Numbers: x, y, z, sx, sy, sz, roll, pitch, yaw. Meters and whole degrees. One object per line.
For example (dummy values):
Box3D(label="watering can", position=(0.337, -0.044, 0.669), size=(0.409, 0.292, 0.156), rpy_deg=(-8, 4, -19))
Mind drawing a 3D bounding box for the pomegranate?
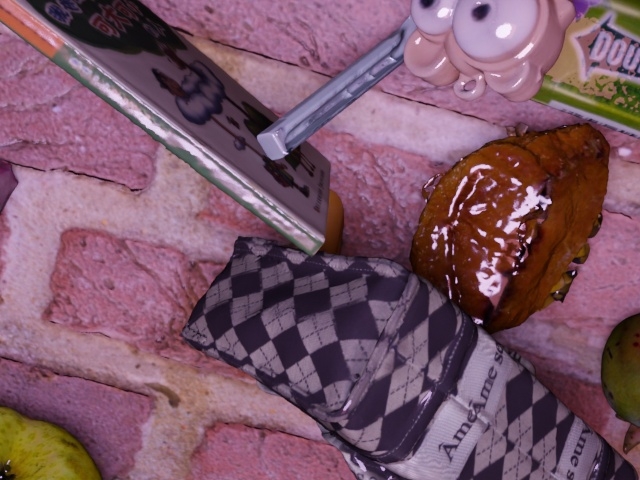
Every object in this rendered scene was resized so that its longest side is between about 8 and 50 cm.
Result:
Box3D(label="pomegranate", position=(0.387, 0.164, 1.056), size=(0.148, 0.148, 0.169), rpy_deg=(-13, 118, 10))

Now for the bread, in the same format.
Box3D(label="bread", position=(0.000, -0.001, 1.069), size=(0.049, 0.103, 0.062), rpy_deg=(6, 157, 13))

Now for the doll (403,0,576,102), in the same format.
Box3D(label="doll", position=(0.164, -0.264, 0.868), size=(0.154, 0.119, 0.278), rpy_deg=(3, 83, 35))

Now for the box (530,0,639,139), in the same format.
Box3D(label="box", position=(0.369, -0.153, 0.943), size=(0.345, 0.097, 0.134), rpy_deg=(20, 110, -3))

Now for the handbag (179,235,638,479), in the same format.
Box3D(label="handbag", position=(0.084, 0.174, 0.956), size=(0.416, 0.317, 0.180), rpy_deg=(40, 72, -33))

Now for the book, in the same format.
Box3D(label="book", position=(-0.139, -0.145, 0.902), size=(0.371, 0.260, 0.043), rpy_deg=(38, 106, -11))

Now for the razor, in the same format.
Box3D(label="razor", position=(0.047, -0.165, 0.921), size=(0.278, 0.056, 0.111), rpy_deg=(-38, 109, -22))

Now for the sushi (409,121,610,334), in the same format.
Box3D(label="sushi", position=(0.192, 0.002, 1.002), size=(0.167, 0.179, 0.296), rpy_deg=(24, 98, 19))

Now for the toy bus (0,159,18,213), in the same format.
Box3D(label="toy bus", position=(-0.490, -0.084, 1.017), size=(0.303, 0.147, 0.127), rpy_deg=(31, 112, -6))

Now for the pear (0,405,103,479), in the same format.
Box3D(label="pear", position=(-0.417, 0.371, 1.096), size=(0.391, 0.391, 0.391), rpy_deg=(2, 113, 4))
